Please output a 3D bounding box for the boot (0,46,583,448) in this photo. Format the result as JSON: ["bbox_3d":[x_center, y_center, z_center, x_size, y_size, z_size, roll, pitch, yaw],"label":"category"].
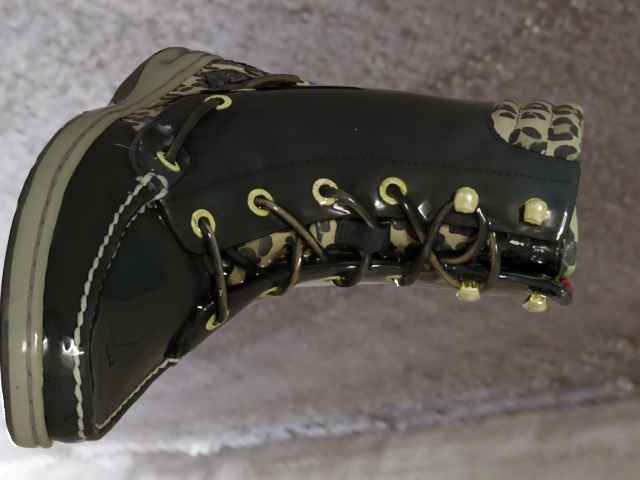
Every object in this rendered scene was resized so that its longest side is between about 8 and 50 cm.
[{"bbox_3d":[0.000,-0.002,0.573,0.179,0.236,0.085,7,118,9],"label":"boot"}]
